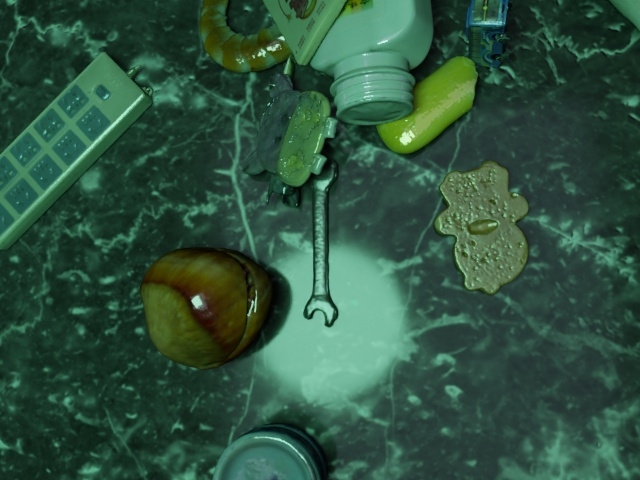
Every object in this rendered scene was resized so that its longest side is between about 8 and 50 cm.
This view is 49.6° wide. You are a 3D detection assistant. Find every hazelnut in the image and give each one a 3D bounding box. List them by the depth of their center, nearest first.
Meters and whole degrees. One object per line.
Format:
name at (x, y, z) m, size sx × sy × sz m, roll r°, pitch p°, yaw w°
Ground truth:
hazelnut at (-0.155, 0.092, 0.963) m, size 0.182 × 0.182 × 0.182 m, roll -1°, pitch 84°, yaw 7°

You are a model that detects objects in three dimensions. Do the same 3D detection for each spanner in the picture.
spanner at (0.000, 0.000, 1.020) m, size 0.054 × 0.015 × 0.255 m, roll -1°, pitch 84°, yaw 7°

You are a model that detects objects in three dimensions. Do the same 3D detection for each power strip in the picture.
power strip at (-0.408, -0.142, 1.073) m, size 0.367 × 0.043 × 0.106 m, roll -45°, pitch 81°, yaw 1°

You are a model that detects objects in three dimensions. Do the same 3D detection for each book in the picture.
book at (-0.029, -0.382, 0.975) m, size 0.162 × 0.022 × 0.232 m, roll -52°, pitch 49°, yaw 37°

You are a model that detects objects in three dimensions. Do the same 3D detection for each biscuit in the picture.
biscuit at (0.236, -0.021, 0.986) m, size 0.133 × 0.027 × 0.184 m, roll -26°, pitch 83°, yaw 3°

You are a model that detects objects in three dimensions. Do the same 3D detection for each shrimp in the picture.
shrimp at (-0.106, -0.336, 1.058) m, size 0.161 × 0.049 × 0.166 m, roll -16°, pitch 75°, yaw 7°

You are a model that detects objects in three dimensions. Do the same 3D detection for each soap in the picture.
soap at (0.160, -0.194, 1.010) m, size 0.168 × 0.033 × 0.089 m, roll -32°, pitch 81°, yaw 5°

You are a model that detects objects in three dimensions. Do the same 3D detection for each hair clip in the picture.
hair clip at (-0.042, -0.135, 0.991) m, size 0.146 × 0.056 × 0.187 m, roll 26°, pitch 112°, yaw 40°

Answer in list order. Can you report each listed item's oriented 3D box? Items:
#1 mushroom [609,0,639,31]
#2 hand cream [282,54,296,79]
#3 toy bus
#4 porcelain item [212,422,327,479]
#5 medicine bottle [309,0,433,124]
mushroom at (0.336, -0.436, 0.970) m, size 0.396 × 0.126 × 0.177 m, roll 25°, pitch 96°, yaw 6°
hand cream at (-0.055, -0.227, 1.044) m, size 0.022 × 0.035 × 0.102 m, roll 16°, pitch 91°, yaw 15°
toy bus at (0.231, -0.284, 0.951) m, size 0.061 × 0.153 × 0.051 m, roll 4°, pitch 84°, yaw 14°
porcelain item at (-0.065, 0.326, 0.944) m, size 0.147 × 0.114 × 0.147 m, roll -1°, pitch 82°, yaw 8°
medicine bottle at (0.062, -0.333, 0.978) m, size 0.179 × 0.124 × 0.325 m, roll -11°, pitch 78°, yaw 33°
